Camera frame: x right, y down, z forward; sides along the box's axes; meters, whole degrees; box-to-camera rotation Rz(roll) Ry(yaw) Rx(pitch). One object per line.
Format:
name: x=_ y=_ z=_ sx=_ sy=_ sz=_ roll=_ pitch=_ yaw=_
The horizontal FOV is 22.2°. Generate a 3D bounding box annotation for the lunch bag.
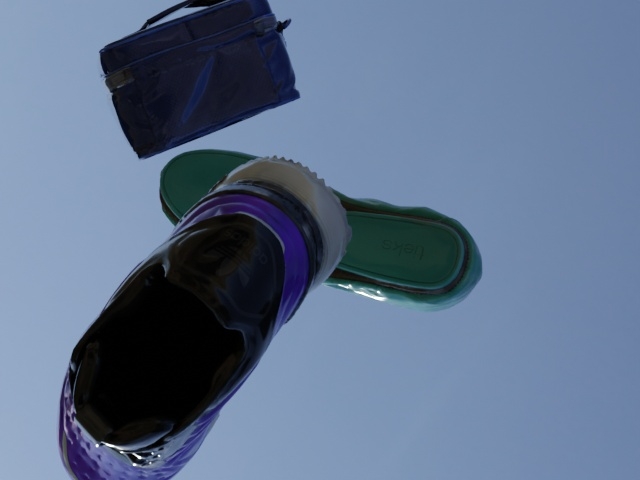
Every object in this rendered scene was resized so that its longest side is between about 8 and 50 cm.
lunch bag: x=-0.058 y=-0.085 z=0.795 sx=0.067 sy=0.098 sz=0.065 roll=-172 pitch=-120 yaw=-80

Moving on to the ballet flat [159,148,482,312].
ballet flat: x=0.000 y=0.000 z=1.167 sx=0.247 sy=0.087 sz=0.083 roll=16 pitch=-102 yaw=21

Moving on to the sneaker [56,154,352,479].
sneaker: x=-0.104 y=0.079 z=0.941 sx=0.293 sy=0.102 sz=0.146 roll=-54 pitch=177 yaw=40
